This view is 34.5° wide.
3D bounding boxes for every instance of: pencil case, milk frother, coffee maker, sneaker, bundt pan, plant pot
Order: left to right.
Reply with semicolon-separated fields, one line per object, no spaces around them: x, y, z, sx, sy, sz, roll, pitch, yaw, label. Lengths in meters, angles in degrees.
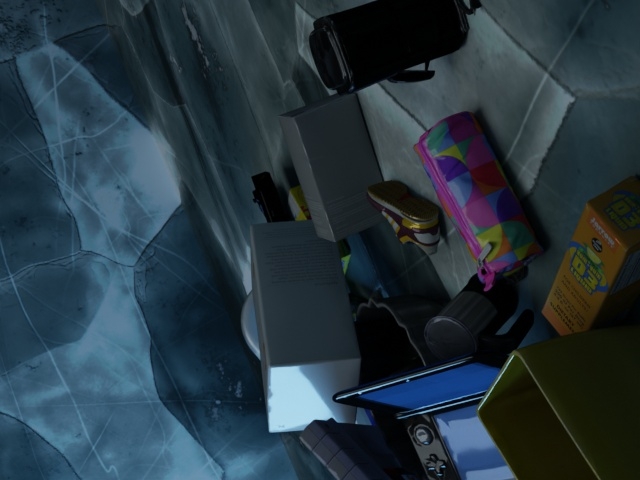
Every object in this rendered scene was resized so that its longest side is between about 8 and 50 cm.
0.088;-0.275;1.347;0.120;0.178;0.171;62;163;14;coffee maker
0.133;-0.037;1.705;0.185;0.069;0.084;-138;35;-56;sneaker
0.183;0.241;1.785;0.331;0.124;0.331;164;90;-71;bundt pan
0.212;-0.056;1.392;0.236;0.104;0.104;65;163;11;pencil case
0.226;0.084;1.463;0.129;0.135;0.143;-4;115;40;milk frother
0.335;0.217;1.212;0.212;0.187;0.212;59;161;23;plant pot

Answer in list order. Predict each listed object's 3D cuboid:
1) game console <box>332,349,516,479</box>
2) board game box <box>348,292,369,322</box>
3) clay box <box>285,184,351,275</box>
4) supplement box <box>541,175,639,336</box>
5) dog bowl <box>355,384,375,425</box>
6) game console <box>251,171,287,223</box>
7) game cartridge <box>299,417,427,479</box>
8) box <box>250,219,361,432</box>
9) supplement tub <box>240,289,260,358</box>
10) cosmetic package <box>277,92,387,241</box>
0.207;0.278;1.493;0.293;0.173;0.250;-23;91;39;game console
0.107;0.185;2.147;0.186;0.026;0.126;19;130;68;board game box
0.000;0.000;2.190;0.222;0.053;0.127;59;162;20;clay box
0.327;0.033;1.190;0.078;0.080;0.233;55;157;29;supplement box
0.097;0.407;2.331;0.265;0.104;0.265;57;161;32;dog bowl
-0.112;-0.053;2.376;0.361;0.044;0.213;-148;38;-82;game console
0.122;0.419;1.853;0.230;0.068;0.355;39;-174;26;game cartridge
-0.035;0.156;1.954;0.215;0.168;0.345;92;171;-47;box
-0.058;0.203;2.302;0.207;0.207;0.338;62;176;16;supplement tub
0.026;-0.131;1.816;0.107;0.127;0.238;16;125;70;cosmetic package
